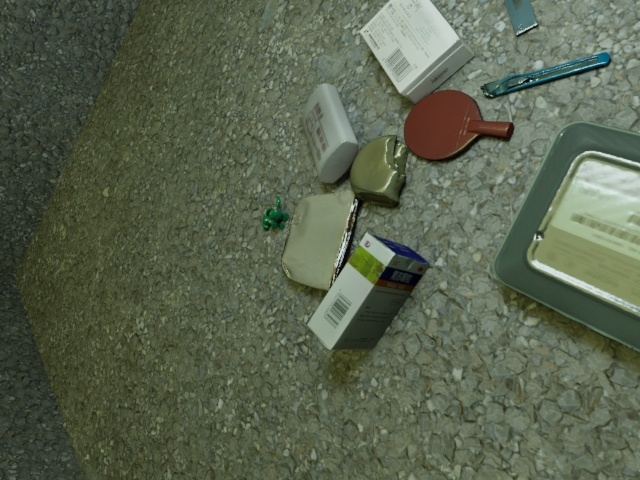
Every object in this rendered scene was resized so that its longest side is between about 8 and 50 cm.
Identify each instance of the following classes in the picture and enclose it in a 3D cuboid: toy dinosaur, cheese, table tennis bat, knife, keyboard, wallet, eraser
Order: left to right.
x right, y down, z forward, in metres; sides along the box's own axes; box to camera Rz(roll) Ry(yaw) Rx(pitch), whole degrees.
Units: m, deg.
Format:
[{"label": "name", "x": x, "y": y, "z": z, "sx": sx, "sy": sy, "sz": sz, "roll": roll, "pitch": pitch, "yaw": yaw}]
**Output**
[{"label": "toy dinosaur", "x": -0.161, "y": -0.088, "z": 1.631, "sx": 0.096, "sy": 0.059, "sz": 0.132, "roll": 31, "pitch": 108, "yaw": 45}, {"label": "wallet", "x": -0.001, "y": -0.001, "z": 1.478, "sx": 0.275, "sy": 0.068, "sz": 0.335, "roll": 7, "pitch": 78, "yaw": 36}, {"label": "eraser", "x": 0.024, "y": -0.333, "z": 1.475, "sx": 0.174, "sy": 0.095, "sz": 0.270, "roll": -55, "pitch": 41, "yaw": 44}, {"label": "cheese", "x": 0.171, "y": -0.206, "z": 1.364, "sx": 0.175, "sy": 0.091, "sz": 0.202, "roll": 20, "pitch": 93, "yaw": 38}, {"label": "table tennis bat", "x": 0.356, "y": -0.306, "z": 1.271, "sx": 0.310, "sy": 0.038, "sz": 0.200, "roll": 17, "pitch": 91, "yaw": 40}, {"label": "keyboard", "x": 0.511, "y": -0.613, "z": 1.231, "sx": 0.055, "sy": 0.014, "sz": 0.176, "roll": -21, "pitch": 67, "yaw": 33}, {"label": "knife", "x": 0.534, "y": -0.402, "z": 1.157, "sx": 0.297, "sy": 0.026, "sz": 0.044, "roll": -7, "pitch": 64, "yaw": 38}]

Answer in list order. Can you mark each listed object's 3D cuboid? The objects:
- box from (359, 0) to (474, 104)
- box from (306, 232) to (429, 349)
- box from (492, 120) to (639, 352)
[{"label": "box", "x": 0.266, "y": -0.559, "z": 1.346, "sx": 0.203, "sy": 0.116, "sz": 0.274, "roll": -40, "pitch": 61, "yaw": 27}, {"label": "box", "x": 0.128, "y": 0.143, "z": 1.248, "sx": 0.106, "sy": 0.200, "sz": 0.299, "roll": 42, "pitch": 107, "yaw": 36}, {"label": "box", "x": 0.603, "y": -0.011, "z": 0.958, "sx": 0.396, "sy": 0.111, "sz": 0.396, "roll": 29, "pitch": 100, "yaw": 38}]
